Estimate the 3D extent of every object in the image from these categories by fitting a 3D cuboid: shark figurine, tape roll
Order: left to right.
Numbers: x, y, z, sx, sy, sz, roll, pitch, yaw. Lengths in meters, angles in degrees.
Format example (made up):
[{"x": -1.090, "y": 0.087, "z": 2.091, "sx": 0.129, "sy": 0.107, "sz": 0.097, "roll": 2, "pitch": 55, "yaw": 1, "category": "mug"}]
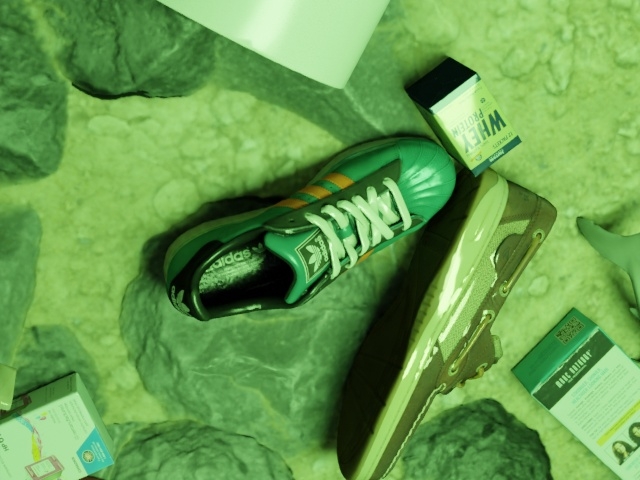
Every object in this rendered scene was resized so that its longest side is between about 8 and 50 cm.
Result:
[{"x": -0.049, "y": -0.252, "z": 0.964, "sx": 0.246, "sy": 0.246, "sz": 0.169, "roll": 26, "pitch": 101, "yaw": -19, "category": "tape roll"}, {"x": 0.363, "y": 0.099, "z": 1.254, "sx": 0.278, "sy": 0.116, "sz": 0.166, "roll": 34, "pitch": 64, "yaw": -28, "category": "shark figurine"}]

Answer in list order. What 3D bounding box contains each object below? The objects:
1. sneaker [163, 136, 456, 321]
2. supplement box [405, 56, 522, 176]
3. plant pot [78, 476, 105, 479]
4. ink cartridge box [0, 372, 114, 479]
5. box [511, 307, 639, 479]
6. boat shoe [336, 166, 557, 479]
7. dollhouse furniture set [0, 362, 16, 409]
[{"x": 0.000, "y": 0.000, "z": 1.122, "sx": 0.302, "sy": 0.121, "sz": 0.108, "roll": -26, "pitch": 112, "yaw": -4, "category": "sneaker"}, {"x": 0.135, "y": -0.118, "z": 1.134, "sx": 0.056, "sy": 0.083, "sz": 0.083, "roll": -37, "pitch": 113, "yaw": 2, "category": "supplement box"}, {"x": -0.239, "y": 0.349, "z": 1.156, "sx": 0.191, "sy": 0.174, "sz": 0.191, "roll": -4, "pitch": 107, "yaw": -13, "category": "plant pot"}, {"x": -0.274, "y": 0.197, "z": 1.161, "sx": 0.122, "sy": 0.052, "sz": 0.088, "roll": -24, "pitch": 111, "yaw": -3, "category": "ink cartridge box"}, {"x": 0.325, "y": 0.189, "z": 1.290, "sx": 0.100, "sy": 0.060, "sz": 0.244, "roll": -46, "pitch": 111, "yaw": 4, "category": "box"}, {"x": 0.129, "y": 0.098, "z": 1.188, "sx": 0.123, "sy": 0.123, "sz": 0.342, "roll": 23, "pitch": 95, "yaw": -17, "category": "boat shoe"}, {"x": -0.404, "y": 0.273, "z": 0.976, "sx": 0.198, "sy": 0.303, "sz": 0.286, "roll": 20, "pitch": 122, "yaw": -20, "category": "dollhouse furniture set"}]
